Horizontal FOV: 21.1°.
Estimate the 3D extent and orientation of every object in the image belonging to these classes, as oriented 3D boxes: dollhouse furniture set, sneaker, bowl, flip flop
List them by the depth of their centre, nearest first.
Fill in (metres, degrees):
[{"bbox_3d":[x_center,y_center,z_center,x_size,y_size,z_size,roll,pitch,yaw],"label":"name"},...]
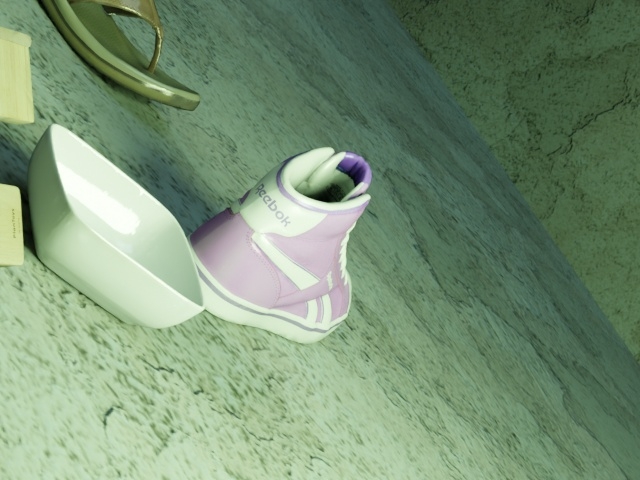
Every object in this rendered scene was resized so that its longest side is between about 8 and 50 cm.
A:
[{"bbox_3d":[-0.263,-0.055,1.063,0.144,0.123,0.151,9,76,-69],"label":"dollhouse furniture set"},{"bbox_3d":[-0.151,-0.002,1.207,0.142,0.053,0.142,38,16,-32],"label":"bowl"},{"bbox_3d":[0.001,0.001,1.451,0.102,0.161,0.282,50,12,15],"label":"sneaker"},{"bbox_3d":[-0.207,-0.231,1.629,0.277,0.080,0.112,51,14,15],"label":"flip flop"}]
